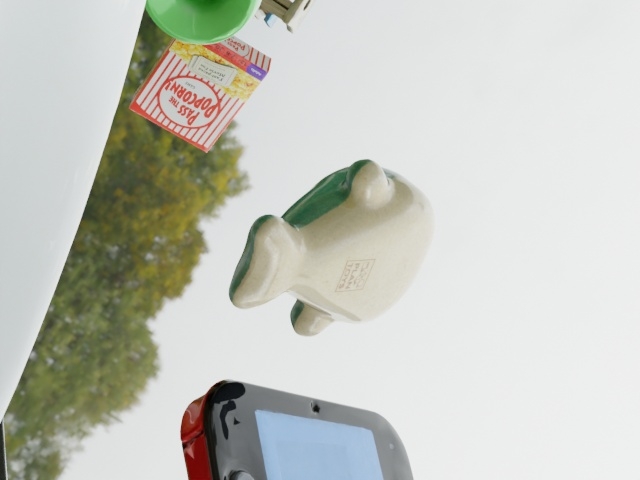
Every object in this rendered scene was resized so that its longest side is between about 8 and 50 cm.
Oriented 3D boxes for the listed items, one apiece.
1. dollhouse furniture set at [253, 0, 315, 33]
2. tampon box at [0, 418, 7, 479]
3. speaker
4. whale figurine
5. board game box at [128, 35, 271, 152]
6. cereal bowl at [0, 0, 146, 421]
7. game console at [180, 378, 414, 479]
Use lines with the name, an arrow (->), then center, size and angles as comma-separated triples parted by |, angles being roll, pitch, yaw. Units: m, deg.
dollhouse furniture set -> -0.051, -0.374, 1.402 | 0.129, 0.129, 0.183 | -56, 175, 3
tampon box -> -0.382, 0.213, 1.003 | 0.101, 0.120, 0.161 | 146, -63, -67
speaker -> -0.117, -0.309, 1.038 | 0.131, 0.131, 0.297 | -44, -156, 22
whale figurine -> 0.000, 0.000, 1.065 | 0.141, 0.272, 0.216 | 39, -60, 33
board game box -> -0.189, -0.246, 1.551 | 0.193, 0.146, 0.045 | -47, -156, 36
cereal bowl -> -0.159, -0.041, 0.310 | 0.339, 0.141, 0.339 | -162, -90, -85
game console -> 0.013, 0.332, 1.072 | 0.060, 0.386, 0.342 | -32, -122, 26
